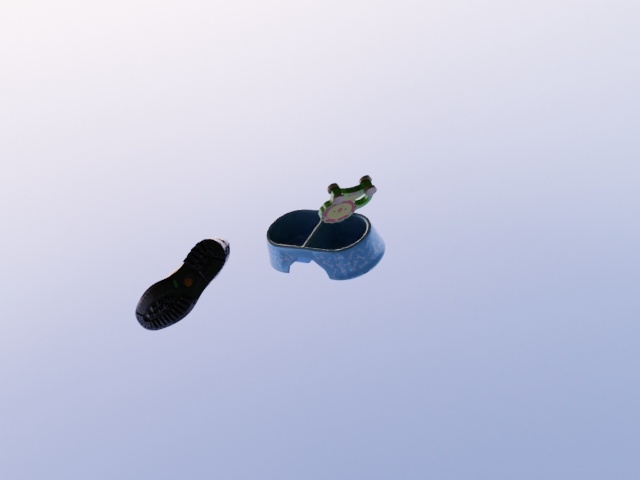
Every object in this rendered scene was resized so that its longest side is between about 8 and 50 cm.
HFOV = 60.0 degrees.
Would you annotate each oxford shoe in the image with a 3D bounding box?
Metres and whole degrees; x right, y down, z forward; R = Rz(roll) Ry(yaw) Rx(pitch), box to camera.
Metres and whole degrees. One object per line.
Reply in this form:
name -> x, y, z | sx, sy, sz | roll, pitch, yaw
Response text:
oxford shoe -> -0.242, 0.080, 1.008 | 0.227, 0.083, 0.096 | -40, -176, 11

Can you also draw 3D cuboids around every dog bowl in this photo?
dog bowl -> 0.000, 0.000, 1.274 | 0.297, 0.074, 0.166 | 5, -135, 33

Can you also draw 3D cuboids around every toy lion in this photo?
toy lion -> 0.046, -0.068, 1.000 | 0.100, 0.096, 0.034 | -16, -120, -15
